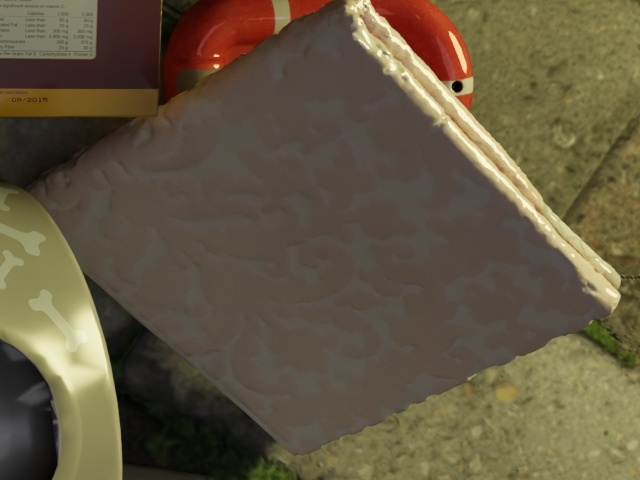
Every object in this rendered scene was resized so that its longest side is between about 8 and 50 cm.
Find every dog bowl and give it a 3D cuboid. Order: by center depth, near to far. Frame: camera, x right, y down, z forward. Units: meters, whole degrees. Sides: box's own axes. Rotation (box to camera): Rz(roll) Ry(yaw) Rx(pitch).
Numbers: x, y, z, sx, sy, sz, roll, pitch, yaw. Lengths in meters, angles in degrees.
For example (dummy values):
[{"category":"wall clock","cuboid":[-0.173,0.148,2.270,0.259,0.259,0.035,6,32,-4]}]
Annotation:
[{"category":"dog bowl","cuboid":[-0.244,0.114,1.342,0.102,0.349,0.349,-9,106,-32]}]

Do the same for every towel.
[{"category":"towel","cuboid":[0.000,0.000,1.442,0.332,0.053,0.317,-28,121,34]}]

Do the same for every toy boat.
[{"category":"toy boat","cuboid":[0.006,-0.107,1.466,0.231,0.151,0.151,-6,106,-18]}]

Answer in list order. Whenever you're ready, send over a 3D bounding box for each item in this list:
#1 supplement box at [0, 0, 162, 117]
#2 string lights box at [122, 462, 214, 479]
[{"category":"supplement box","cuboid":[-0.191,-0.195,1.353,0.129,0.191,0.194,-1,104,-19]},{"category":"string lights box","cuboid":[-0.112,0.237,1.451,0.133,0.259,0.077,12,99,-21]}]
